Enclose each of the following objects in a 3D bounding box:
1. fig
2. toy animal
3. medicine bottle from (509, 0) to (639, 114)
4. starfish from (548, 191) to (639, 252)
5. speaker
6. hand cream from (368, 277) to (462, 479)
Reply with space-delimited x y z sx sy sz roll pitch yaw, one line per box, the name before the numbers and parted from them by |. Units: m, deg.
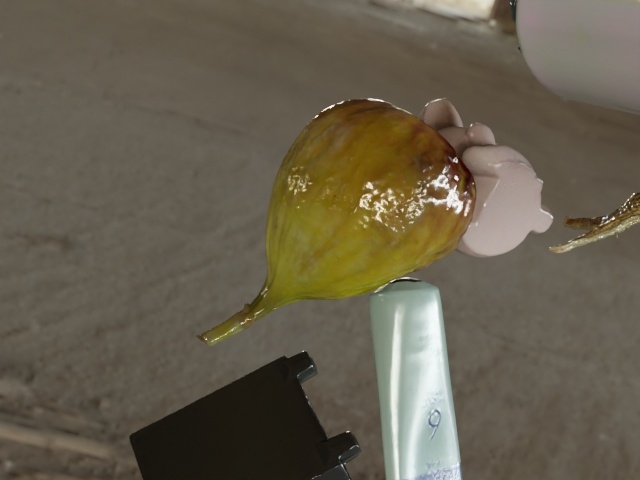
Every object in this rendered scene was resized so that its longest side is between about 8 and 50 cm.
fig | 0.000 0.000 1.146 0.159 0.257 0.159 49 2 -2
toy animal | 0.120 -0.057 1.337 0.124 0.124 0.212 11 14 -28
medicine bottle | 0.388 -0.221 1.430 0.213 0.214 0.378 8 9 -36
starfish | 0.398 -0.038 1.777 0.295 0.048 0.231 -25 6 -14
speaker | -0.068 0.302 1.715 0.254 0.184 0.232 -27 35 -4
hand cream | 0.095 0.195 1.363 0.067 0.321 0.109 -4 2 45
